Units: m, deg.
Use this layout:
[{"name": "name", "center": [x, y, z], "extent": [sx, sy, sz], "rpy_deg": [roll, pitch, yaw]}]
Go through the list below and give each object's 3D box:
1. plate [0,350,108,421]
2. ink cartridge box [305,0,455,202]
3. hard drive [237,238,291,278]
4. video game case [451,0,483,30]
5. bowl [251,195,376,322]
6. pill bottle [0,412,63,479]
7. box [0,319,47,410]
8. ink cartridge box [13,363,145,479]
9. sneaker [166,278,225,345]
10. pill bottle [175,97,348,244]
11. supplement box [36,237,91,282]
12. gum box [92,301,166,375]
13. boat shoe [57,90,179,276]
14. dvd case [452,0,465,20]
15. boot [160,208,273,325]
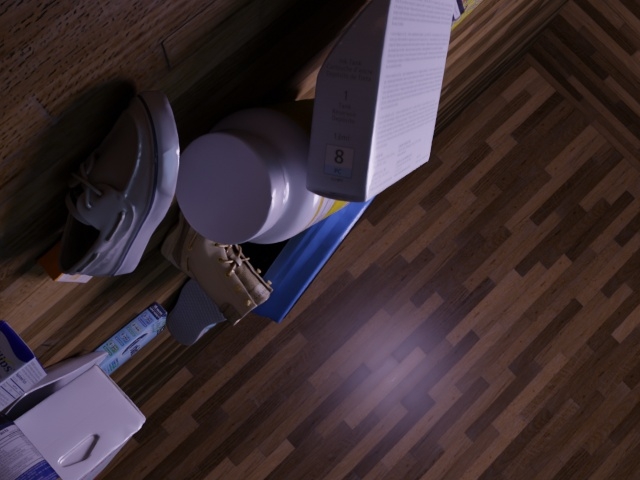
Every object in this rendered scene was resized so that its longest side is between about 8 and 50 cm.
[{"name": "plate", "center": [-0.572, 0.324, 1.255], "extent": [0.277, 0.045, 0.278], "rpy_deg": [-45, 174, 14]}, {"name": "ink cartridge box", "center": [0.094, -0.269, 0.856], "extent": [0.308, 0.091, 0.386], "rpy_deg": [-34, 132, -61]}, {"name": "hard drive", "center": [-0.083, -0.062, 1.277], "extent": [0.255, 0.054, 0.172], "rpy_deg": [-55, 147, -15]}, {"name": "video game case", "center": [0.321, -0.525, 1.278], "extent": [0.275, 0.035, 0.248], "rpy_deg": [-44, 174, 0]}, {"name": "bowl", "center": [0.000, 0.000, 1.309], "extent": [0.391, 0.077, 0.391], "rpy_deg": [-53, 179, -2]}, {"name": "pill bottle", "center": [-0.503, 0.347, 1.005], "extent": [0.123, 0.219, 0.123], "rpy_deg": [-43, 174, -5]}, {"name": "box", "center": [-0.460, 0.190, 0.894], "extent": [0.137, 0.072, 0.126], "rpy_deg": [-40, 173, -26]}, {"name": "ink cartridge box", "center": [-0.548, 0.449, 1.302], "extent": [0.279, 0.160, 0.385], "rpy_deg": [-39, 174, -47]}, {"name": "sneaker", "center": [-0.269, 0.133, 1.646], "extent": [0.366, 0.135, 0.150], "rpy_deg": [-37, -171, 47]}, {"name": "pill bottle", "center": [-0.057, -0.104, 0.949], "extent": [0.188, 0.188, 0.334], "rpy_deg": [-46, 174, 27]}, {"name": "supplement box", "center": [-0.312, 0.021, 0.847], "extent": [0.062, 0.036, 0.098], "rpy_deg": [-43, 174, -2]}, {"name": "gum box", "center": [-0.441, 0.232, 1.513], "extent": [0.184, 0.041, 0.157], "rpy_deg": [-42, 174, -25]}, {"name": "boat shoe", "center": [-0.226, -0.049, 0.699], "extent": [0.088, 0.096, 0.267], "rpy_deg": [-11, 154, -38]}, {"name": "dvd case", "center": [0.158, -0.368, 1.179], "extent": [0.221, 0.018, 0.164], "rpy_deg": [-35, 174, 16]}, {"name": "boot", "center": [-0.152, 0.018, 1.096], "extent": [0.095, 0.203, 0.262], "rpy_deg": [-36, 171, -46]}]
